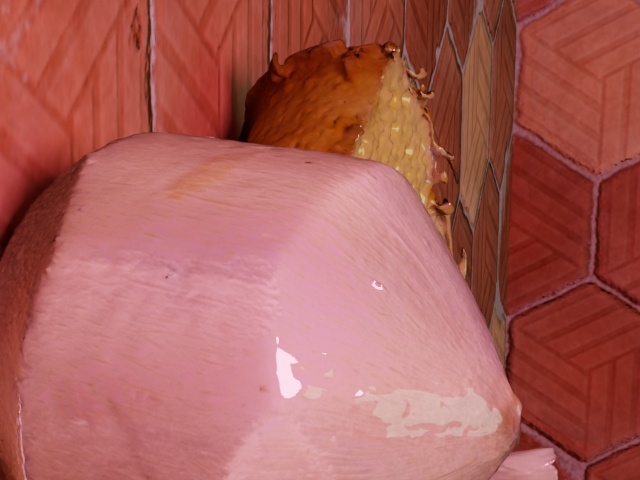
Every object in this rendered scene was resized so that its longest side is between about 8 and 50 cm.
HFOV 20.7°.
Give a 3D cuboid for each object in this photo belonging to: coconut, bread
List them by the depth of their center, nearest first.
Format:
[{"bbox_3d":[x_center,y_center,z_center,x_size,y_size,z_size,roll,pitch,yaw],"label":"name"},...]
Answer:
[{"bbox_3d":[-0.025,0.060,0.787,0.224,0.234,0.224,6,90,-81],"label":"coconut"},{"bbox_3d":[0.002,0.001,1.103,0.260,0.147,0.160,74,32,-46],"label":"bread"}]

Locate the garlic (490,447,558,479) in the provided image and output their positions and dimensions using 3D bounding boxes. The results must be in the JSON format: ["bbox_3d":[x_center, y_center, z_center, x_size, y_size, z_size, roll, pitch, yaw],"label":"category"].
[{"bbox_3d":[0.064,0.176,1.262,0.218,0.212,0.218,-1,90,-81],"label":"garlic"}]
